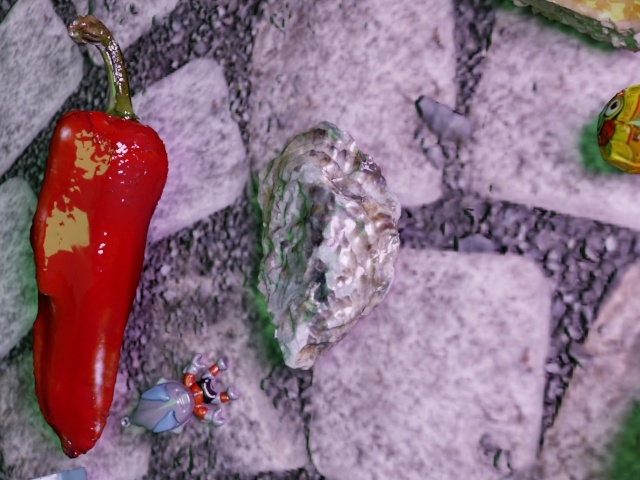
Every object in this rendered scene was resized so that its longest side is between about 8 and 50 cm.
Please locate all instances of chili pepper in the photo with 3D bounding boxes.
[{"bbox_3d":[-0.200,0.004,0.682,0.110,0.110,0.388,15,97,30],"label":"chili pepper"}]

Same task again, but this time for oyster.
[{"bbox_3d":[0.000,0.000,0.592,0.125,0.064,0.177,-27,70,28],"label":"oyster"}]

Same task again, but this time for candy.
[{"bbox_3d":[0.261,-0.038,0.460,0.201,0.060,0.060,29,98,22],"label":"candy"}]

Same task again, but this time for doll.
[{"bbox_3d":[-0.124,0.139,0.657,0.114,0.039,0.057,-25,106,14],"label":"doll"}]

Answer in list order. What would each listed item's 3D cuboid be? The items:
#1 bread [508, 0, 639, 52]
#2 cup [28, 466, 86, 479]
[{"bbox_3d":[0.170,-0.261,0.528,0.286,0.056,0.207,40,107,27],"label":"bread"},{"bbox_3d":[-0.250,0.328,0.662,0.134,0.148,0.236,-32,71,57],"label":"cup"}]
